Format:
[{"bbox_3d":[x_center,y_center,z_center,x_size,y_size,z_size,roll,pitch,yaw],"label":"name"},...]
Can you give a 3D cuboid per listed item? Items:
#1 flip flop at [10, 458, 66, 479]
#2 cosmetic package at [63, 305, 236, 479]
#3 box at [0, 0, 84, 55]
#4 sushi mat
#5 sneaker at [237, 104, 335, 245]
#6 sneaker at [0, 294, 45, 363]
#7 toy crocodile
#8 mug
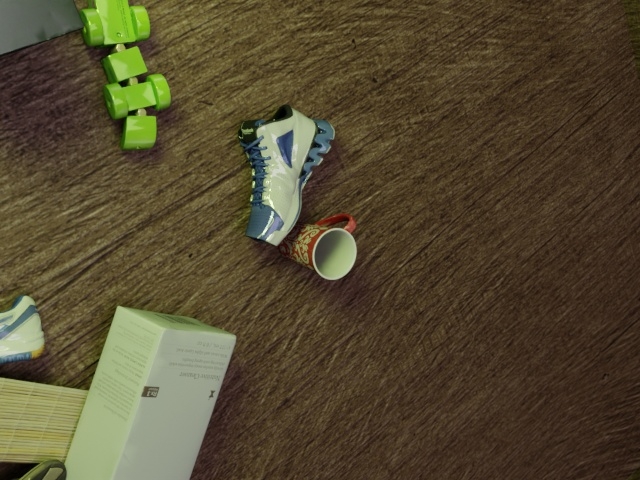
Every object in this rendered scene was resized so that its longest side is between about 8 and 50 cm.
[{"bbox_3d":[-0.597,0.502,1.359,0.277,0.080,0.112,-44,149,3],"label":"flip flop"},{"bbox_3d":[-0.341,0.342,1.445,0.217,0.156,0.385,17,89,-52],"label":"cosmetic package"},{"bbox_3d":[-0.536,-0.425,1.073,0.178,0.343,0.313,-29,114,-27],"label":"box"},{"bbox_3d":[-0.513,0.347,1.368,0.316,0.019,0.152,30,75,-55],"label":"sushi mat"},{"bbox_3d":[-0.113,-0.159,1.555,0.182,0.127,0.316,32,75,-30],"label":"sneaker"},{"bbox_3d":[-0.646,0.165,1.280,0.296,0.111,0.131,-6,85,-34],"label":"sneaker"},{"bbox_3d":[-0.370,-0.335,1.358,0.115,0.105,0.341,-21,106,-28],"label":"toy crocodile"},{"bbox_3d":[0.000,0.010,1.624,0.150,0.169,0.113,-23,111,-29],"label":"mug"}]
